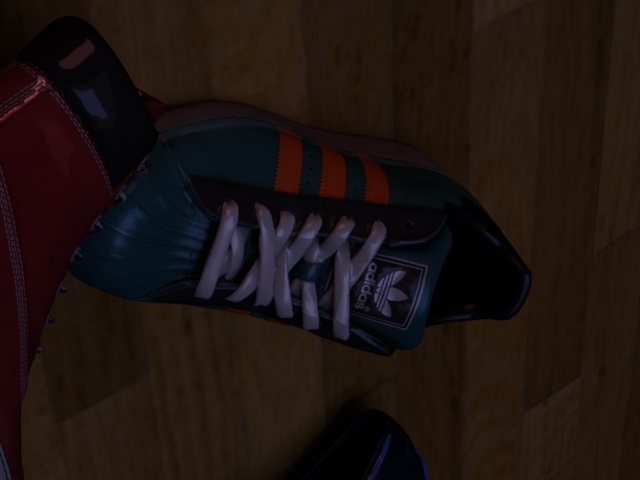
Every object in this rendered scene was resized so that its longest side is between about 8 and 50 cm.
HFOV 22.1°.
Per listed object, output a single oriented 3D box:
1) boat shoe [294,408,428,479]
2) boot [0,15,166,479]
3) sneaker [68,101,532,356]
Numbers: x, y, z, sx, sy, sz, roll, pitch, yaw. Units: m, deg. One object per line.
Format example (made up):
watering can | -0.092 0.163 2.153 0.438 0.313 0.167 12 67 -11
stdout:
boat shoe | -0.037 0.207 1.055 0.258 0.109 0.089 -50 138 -29
boot | -0.132 0.019 0.761 0.176 0.088 0.244 -40 149 -30
sneaker | 0.000 0.000 0.889 0.302 0.121 0.108 -1 120 -45
